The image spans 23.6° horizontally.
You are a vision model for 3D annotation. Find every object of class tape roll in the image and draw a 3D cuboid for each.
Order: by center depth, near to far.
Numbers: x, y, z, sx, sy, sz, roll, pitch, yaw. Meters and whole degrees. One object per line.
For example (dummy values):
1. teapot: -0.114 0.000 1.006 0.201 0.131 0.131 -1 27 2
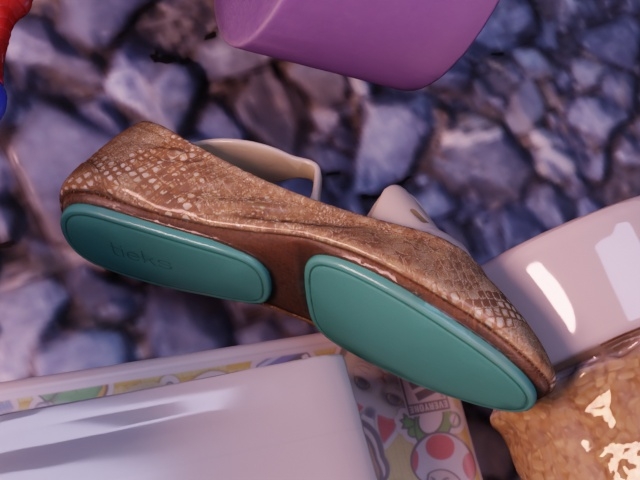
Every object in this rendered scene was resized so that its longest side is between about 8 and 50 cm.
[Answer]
1. tape roll: 0.022 -0.161 0.627 0.080 0.189 0.189 13 65 -19

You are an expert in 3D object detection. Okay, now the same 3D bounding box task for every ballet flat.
1. ballet flat: 0.000 0.000 0.589 0.206 0.073 0.067 21 58 11

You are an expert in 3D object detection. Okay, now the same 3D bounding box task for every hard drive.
1. hard drive: -0.046 0.203 0.508 0.203 0.040 0.307 -8 74 -25

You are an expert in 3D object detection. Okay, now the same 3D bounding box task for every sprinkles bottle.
1. sprinkles bottle: 0.167 0.160 0.600 0.121 0.121 0.355 -17 78 -28

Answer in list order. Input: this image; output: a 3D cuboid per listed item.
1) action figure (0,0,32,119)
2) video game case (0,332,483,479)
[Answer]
1. action figure: -0.178 0.009 0.482 0.139 0.091 0.280 13 42 -15
2. video game case: -0.030 0.142 0.577 0.227 0.026 0.206 -7 73 -25
